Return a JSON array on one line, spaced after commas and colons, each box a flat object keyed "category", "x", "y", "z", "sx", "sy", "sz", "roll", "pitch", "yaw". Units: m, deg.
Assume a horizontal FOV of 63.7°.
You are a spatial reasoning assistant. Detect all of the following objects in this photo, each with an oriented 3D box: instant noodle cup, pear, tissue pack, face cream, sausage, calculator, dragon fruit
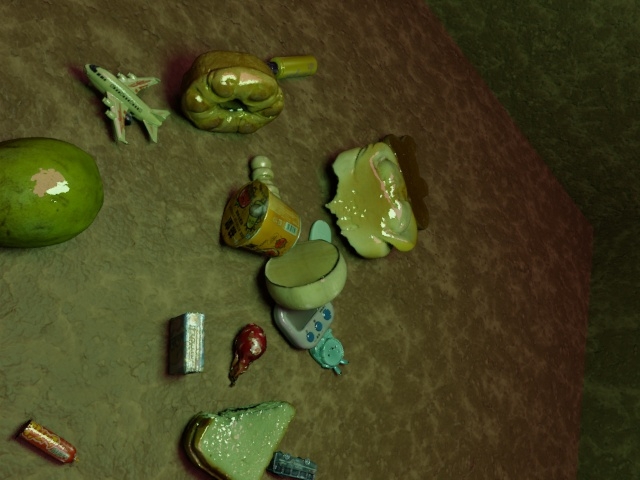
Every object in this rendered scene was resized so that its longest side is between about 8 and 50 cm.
[{"category": "instant noodle cup", "x": -0.174, "y": -0.052, "z": 1.581, "sx": 0.172, "sy": 0.215, "sz": 0.216, "roll": 29, "pitch": 57, "yaw": -42}, {"category": "pear", "x": -0.648, "y": -0.109, "z": 1.147, "sx": 0.307, "sy": 0.252, "sz": 0.253, "roll": -9, "pitch": 81, "yaw": -35}, {"category": "tissue pack", "x": -0.352, "y": 0.274, "z": 1.359, "sx": 0.065, "sy": 0.115, "sz": 0.155, "roll": 11, "pitch": 69, "yaw": -36}, {"category": "face cream", "x": -0.129, "y": -0.640, "z": 1.902, "sx": 0.273, "sy": 0.078, "sz": 0.078, "roll": -24, "pitch": 92, "yaw": -44}, {"category": "sausage", "x": -0.593, "y": 0.450, "z": 1.133, "sx": 0.145, "sy": 0.048, "sz": 0.050, "roll": 46, "pitch": 12, "yaw": -22}, {"category": "calculator", "x": 0.000, "y": 0.000, "z": 1.833, "sx": 0.095, "sy": 0.021, "sz": 0.153, "roll": 23, "pitch": 61, "yaw": -34}, {"category": "dragon fruit", "x": -0.208, "y": 0.331, "z": 1.491, "sx": 0.094, "sy": 0.094, "sz": 0.191, "roll": 31, "pitch": 61, "yaw": -30}]

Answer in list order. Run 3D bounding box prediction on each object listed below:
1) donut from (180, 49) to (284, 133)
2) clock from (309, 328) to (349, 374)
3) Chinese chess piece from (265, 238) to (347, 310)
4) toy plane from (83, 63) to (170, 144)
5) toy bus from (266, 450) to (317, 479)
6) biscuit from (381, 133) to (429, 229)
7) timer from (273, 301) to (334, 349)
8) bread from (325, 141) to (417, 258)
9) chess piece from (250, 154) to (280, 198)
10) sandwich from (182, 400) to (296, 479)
[{"category": "donut", "x": -0.272, "y": -0.445, "z": 1.578, "sx": 0.317, "sy": 0.299, "sz": 0.150, "roll": 37, "pitch": 33, "yaw": -67}, {"category": "clock", "x": 0.034, "y": 0.376, "z": 1.717, "sx": 0.147, "sy": 0.045, "sz": 0.108, "roll": 53, "pitch": 49, "yaw": -15}, {"category": "Chinese chess piece", "x": -0.045, "y": 0.103, "z": 1.598, "sx": 0.257, "sy": 0.257, "sz": 0.104, "roll": -48, "pitch": 134, "yaw": -41}, {"category": "toy plane", "x": -0.542, "y": -0.392, "z": 1.432, "sx": 0.256, "sy": 0.104, "sz": 0.242, "roll": 32, "pitch": 59, "yaw": -29}, {"category": "toy bus", "x": -0.084, "y": 0.663, "z": 1.511, "sx": 0.165, "sy": 0.047, "sz": 0.065, "roll": 29, "pitch": 61, "yaw": -32}, {"category": "biscuit", "x": 0.369, "y": -0.249, "z": 2.219, "sx": 0.283, "sy": 0.064, "sz": 0.433, "roll": -8, "pitch": 82, "yaw": -52}, {"category": "timer", "x": -0.053, "y": 0.237, "z": 1.671, "sx": 0.191, "sy": 0.069, "sz": 0.208, "roll": 54, "pitch": 49, "yaw": -14}, {"category": "bread", "x": 0.194, "y": -0.147, "z": 1.903, "sx": 0.328, "sy": 0.245, "sz": 0.425, "roll": -12, "pitch": 87, "yaw": -43}, {"category": "chess piece", "x": -0.189, "y": -0.200, "z": 1.699, "sx": 0.094, "sy": 0.094, "sz": 0.171, "roll": 8, "pitch": 63, "yaw": -40}, {"category": "sandwich", "x": -0.216, "y": 0.515, "z": 1.407, "sx": 0.254, "sy": 0.099, "sz": 0.288, "roll": 49, "pitch": 50, "yaw": -18}]
